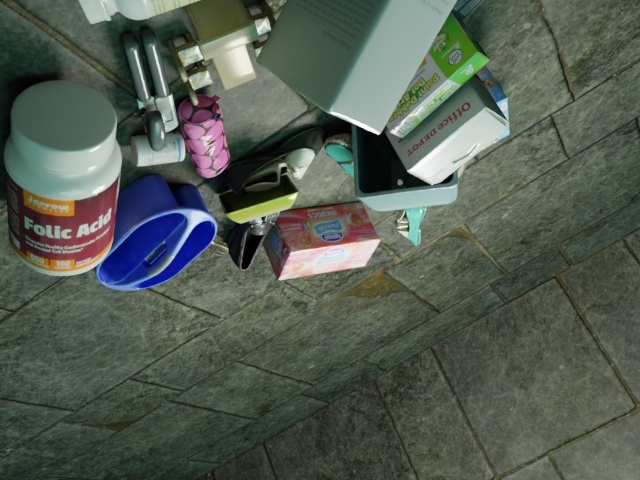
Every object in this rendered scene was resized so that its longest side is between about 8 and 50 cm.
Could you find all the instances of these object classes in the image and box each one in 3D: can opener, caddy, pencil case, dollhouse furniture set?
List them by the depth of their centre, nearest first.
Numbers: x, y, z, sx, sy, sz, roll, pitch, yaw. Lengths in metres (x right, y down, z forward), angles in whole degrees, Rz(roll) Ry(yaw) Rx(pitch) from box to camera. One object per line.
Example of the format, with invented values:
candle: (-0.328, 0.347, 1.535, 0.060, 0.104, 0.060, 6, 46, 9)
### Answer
dollhouse furniture set: (-0.176, -0.368, 1.472, 0.212, 0.161, 0.242, -23, 151, -3)
can opener: (-0.338, -0.301, 1.545, 0.074, 0.093, 0.280, -17, 146, -12)
pencil case: (-0.255, -0.234, 1.717, 0.098, 0.095, 0.209, -45, 161, -22)
caddy: (-0.415, -0.002, 1.885, 0.341, 0.179, 0.241, -40, 149, 26)

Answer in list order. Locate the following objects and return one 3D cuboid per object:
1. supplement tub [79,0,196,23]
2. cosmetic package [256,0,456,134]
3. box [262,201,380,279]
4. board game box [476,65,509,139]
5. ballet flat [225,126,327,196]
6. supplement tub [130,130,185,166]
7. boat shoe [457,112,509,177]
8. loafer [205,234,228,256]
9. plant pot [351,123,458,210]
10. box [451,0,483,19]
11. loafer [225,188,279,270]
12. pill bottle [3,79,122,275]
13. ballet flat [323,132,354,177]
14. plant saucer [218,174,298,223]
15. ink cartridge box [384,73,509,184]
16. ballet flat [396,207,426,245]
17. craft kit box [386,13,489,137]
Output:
supplement tub: (-0.234, -0.479, 1.164, 0.325, 0.235, 0.235, -21, 151, -7)
cosmetic package: (0.102, -0.446, 1.331, 0.162, 0.230, 0.453, 14, 111, -49)
box: (0.000, 0.000, 2.230, 0.300, 0.154, 0.142, -7, 147, -27)
board game box: (0.391, -0.368, 1.850, 0.039, 0.211, 0.160, -27, 152, 2)
ballet flat: (-0.099, -0.184, 1.907, 0.281, 0.096, 0.095, -25, 152, 1)
supplement tub: (-0.362, -0.205, 1.697, 0.107, 0.071, 0.071, -10, 148, -23)
boat shoe: (0.357, -0.267, 2.113, 0.130, 0.132, 0.355, 26, 121, -31)
loafer: (-0.318, -0.002, 2.095, 0.056, 0.050, 0.148, -40, 132, 20)
plant pot: (0.228, -0.196, 1.943, 0.248, 0.246, 0.252, -6, 163, 13)
box: (0.231, -0.549, 1.490, 0.207, 0.153, 0.108, 11, 136, -45)
loafer: (-0.174, -0.032, 2.102, 0.109, 0.095, 0.302, -4, 145, -33)
pill bottle: (-0.525, -0.119, 1.556, 0.224, 0.224, 0.392, -10, 148, -25)
ballet flat: (0.072, -0.233, 1.981, 0.091, 0.077, 0.241, 3, 164, 22)
plant saucer: (-0.154, -0.099, 1.916, 0.189, 0.188, 0.045, -17, 111, -6)
ink cartridge box: (0.244, -0.318, 1.721, 0.223, 0.307, 0.129, -39, 148, 24)
ballet flat: (0.286, -0.063, 2.438, 0.087, 0.083, 0.247, 1, 150, 3)
craft kit box: (0.202, -0.391, 1.633, 0.250, 0.246, 0.061, -42, 148, 27)
